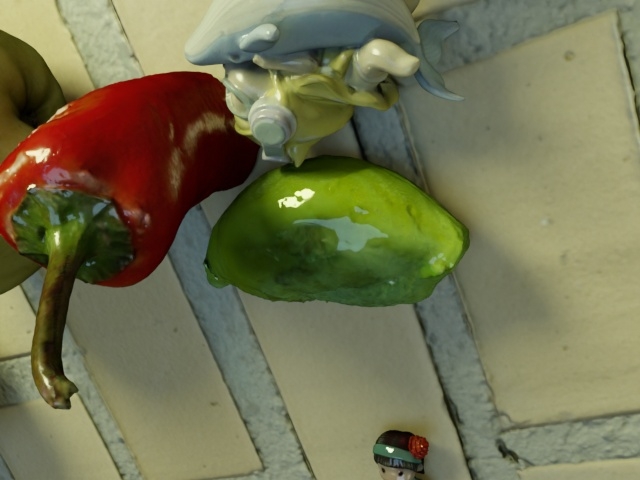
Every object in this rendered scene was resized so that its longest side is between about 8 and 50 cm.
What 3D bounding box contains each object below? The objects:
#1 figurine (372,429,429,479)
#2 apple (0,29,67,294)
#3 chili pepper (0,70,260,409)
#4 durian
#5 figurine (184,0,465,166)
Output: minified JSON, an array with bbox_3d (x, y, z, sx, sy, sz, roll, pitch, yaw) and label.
[{"bbox_3d":[0.088,0.238,0.702,0.059,0.047,0.106,3,118,35],"label":"figurine"},{"bbox_3d":[-0.335,-0.070,0.604,0.262,0.262,0.263,7,115,16],"label":"apple"},{"bbox_3d":[-0.159,-0.037,0.499,0.134,0.338,0.131,-1,115,16],"label":"chili pepper"},{"bbox_3d":[0.000,0.000,0.596,0.250,0.101,0.139,0,113,18],"label":"durian"},{"bbox_3d":[0.001,-0.136,0.521,0.208,0.129,0.184,7,141,1],"label":"figurine"}]
